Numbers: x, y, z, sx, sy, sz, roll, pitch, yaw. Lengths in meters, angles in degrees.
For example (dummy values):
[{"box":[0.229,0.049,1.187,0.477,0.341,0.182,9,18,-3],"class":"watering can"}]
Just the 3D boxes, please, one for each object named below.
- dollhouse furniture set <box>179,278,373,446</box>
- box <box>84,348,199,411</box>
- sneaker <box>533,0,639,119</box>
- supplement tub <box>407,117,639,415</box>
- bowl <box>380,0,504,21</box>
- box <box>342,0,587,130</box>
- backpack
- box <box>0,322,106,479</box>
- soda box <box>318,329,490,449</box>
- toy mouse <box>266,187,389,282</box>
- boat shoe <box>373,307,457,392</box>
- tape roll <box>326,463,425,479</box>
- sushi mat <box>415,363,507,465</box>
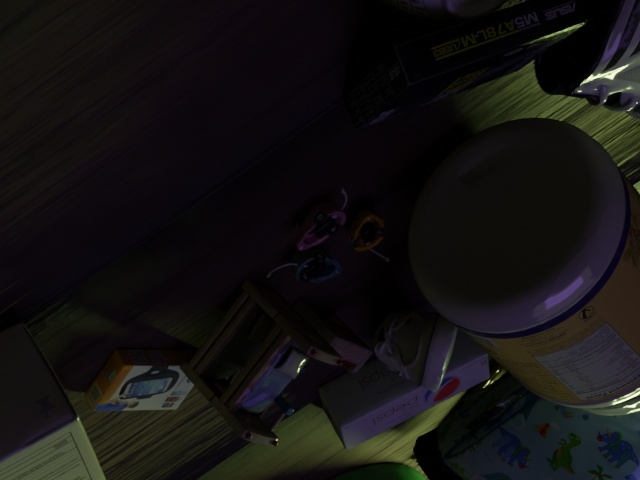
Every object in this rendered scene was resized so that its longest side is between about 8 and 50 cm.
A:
[{"box":[-0.031,0.151,1.669,0.129,0.129,0.183,-52,144,9],"class":"dollhouse furniture set"},{"box":[-0.189,0.158,1.669,0.136,0.028,0.081,6,132,-41],"class":"box"},{"box":[0.336,-0.167,1.568,0.257,0.169,0.448,-14,137,-10],"class":"sneaker"},{"box":[0.269,0.041,1.620,0.241,0.241,0.331,-38,139,11],"class":"supplement tub"},{"box":[0.126,-0.250,1.320,0.170,0.080,0.170,-21,148,-14],"class":"bowl"},{"box":[0.130,-0.169,1.389,0.184,0.045,0.190,-23,178,-16],"class":"box"},{"box":[0.338,0.280,2.002,0.355,0.290,0.273,-40,176,4],"class":"backpack"},{"box":[-0.320,0.211,1.515,0.148,0.127,0.232,-28,153,-14],"class":"box"},{"box":[0.110,0.183,1.910,0.216,0.069,0.074,-26,148,-8],"class":"soda box"},{"box":[0.000,0.000,1.603,0.143,0.031,0.161,-26,147,-9],"class":"toy mouse"},{"box":[0.103,0.125,1.726,0.084,0.095,0.258,17,169,-1],"class":"boat shoe"},{"box":[0.035,0.464,2.211,0.321,0.077,0.321,-21,144,-16],"class":"tape roll"},{"box":[0.270,0.229,2.152,0.151,0.019,0.316,-2,138,-39],"class":"sushi mat"}]
